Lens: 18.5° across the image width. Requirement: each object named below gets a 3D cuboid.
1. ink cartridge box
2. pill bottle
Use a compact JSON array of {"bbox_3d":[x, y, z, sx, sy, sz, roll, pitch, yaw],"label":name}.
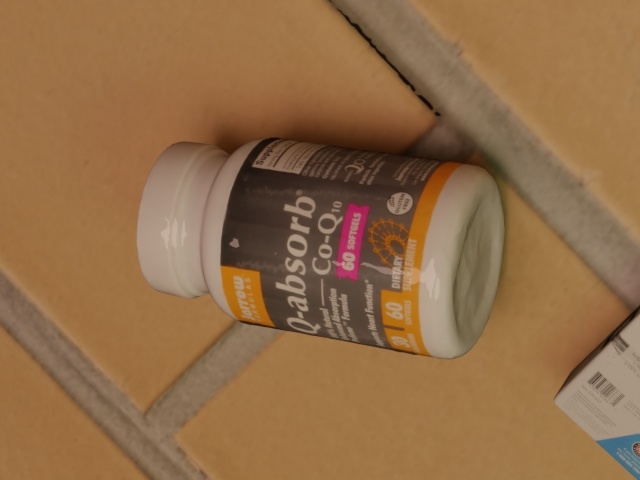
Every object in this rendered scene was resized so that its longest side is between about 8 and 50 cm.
[{"bbox_3d":[0.288,0.099,1.590,0.104,0.060,0.180,43,123,3],"label":"ink cartridge box"},{"bbox_3d":[0.000,0.000,1.622,0.278,0.162,0.162,8,115,21],"label":"pill bottle"}]
